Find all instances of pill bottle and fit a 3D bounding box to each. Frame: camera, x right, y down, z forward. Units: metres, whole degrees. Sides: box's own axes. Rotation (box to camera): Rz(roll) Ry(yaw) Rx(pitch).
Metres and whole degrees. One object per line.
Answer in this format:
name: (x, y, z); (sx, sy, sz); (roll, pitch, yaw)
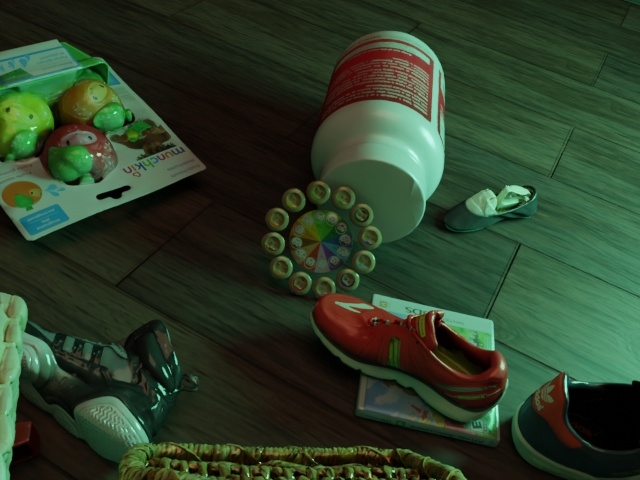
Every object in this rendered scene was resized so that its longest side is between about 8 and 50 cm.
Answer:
pill bottle: (0.108, -0.190, 1.135); (0.229, 0.229, 0.407); (12, 43, 0)

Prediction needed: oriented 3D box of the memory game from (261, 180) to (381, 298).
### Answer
memory game: (0.000, 0.000, 0.969); (0.186, 0.186, 0.012); (11, 5, -1)

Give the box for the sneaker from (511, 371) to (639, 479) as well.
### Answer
sneaker: (0.432, 0.258, 0.794); (0.350, 0.148, 0.131); (14, 43, 1)

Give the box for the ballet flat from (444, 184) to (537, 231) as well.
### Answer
ballet flat: (0.322, -0.068, 1.171); (0.203, 0.074, 0.074); (-10, 47, -22)

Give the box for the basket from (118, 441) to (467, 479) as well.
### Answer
basket: (-0.023, 0.233, 0.535); (0.299, 0.213, 0.223); (6, 45, -9)

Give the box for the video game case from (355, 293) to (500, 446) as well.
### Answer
video game case: (0.157, 0.178, 0.907); (0.193, 0.023, 0.212); (13, 43, 1)

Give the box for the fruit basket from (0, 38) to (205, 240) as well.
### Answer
fruit basket: (-0.424, -0.187, 1.063); (0.327, 0.165, 0.353); (-29, 60, -35)

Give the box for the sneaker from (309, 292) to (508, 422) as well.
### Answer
sneaker: (0.120, 0.128, 0.847); (0.279, 0.118, 0.107); (24, 43, 13)

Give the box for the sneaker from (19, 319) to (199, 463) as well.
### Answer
sneaker: (-0.282, 0.148, 0.790); (0.269, 0.101, 0.153); (33, 46, 13)

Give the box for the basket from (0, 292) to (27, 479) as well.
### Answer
basket: (-0.358, 0.224, 0.418); (0.266, 0.331, 0.328); (6, 35, -24)

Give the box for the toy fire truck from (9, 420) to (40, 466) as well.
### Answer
toy fire truck: (-0.430, 0.202, 0.729); (0.192, 0.047, 0.135); (-7, 53, -13)
